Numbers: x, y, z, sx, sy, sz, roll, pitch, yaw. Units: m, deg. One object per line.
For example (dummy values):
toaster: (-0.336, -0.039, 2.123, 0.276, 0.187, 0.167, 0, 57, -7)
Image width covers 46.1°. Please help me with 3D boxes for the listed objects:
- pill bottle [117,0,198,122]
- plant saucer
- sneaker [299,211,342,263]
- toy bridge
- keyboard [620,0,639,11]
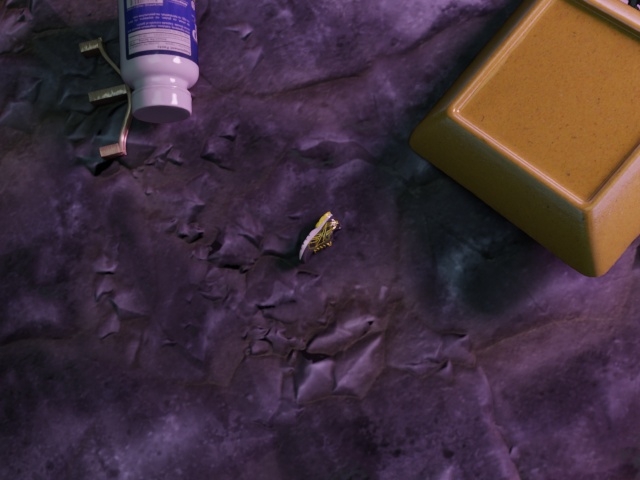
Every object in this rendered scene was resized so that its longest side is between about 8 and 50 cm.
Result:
pill bottle: (-0.232, -0.270, 1.081, 0.112, 0.112, 0.187, -5, 82, 5)
plant saucer: (0.328, -0.178, 0.979, 0.333, 0.081, 0.333, 41, 92, 24)
sneaker: (0.000, 0.000, 1.062, 0.035, 0.031, 0.083, 33, 86, 8)
toy bridge: (-0.313, -0.218, 1.125, 0.063, 0.026, 0.188, -13, 81, 1)
keyboard: (0.413, -0.399, 1.073, 0.100, 0.038, 0.192, -32, 92, 11)
